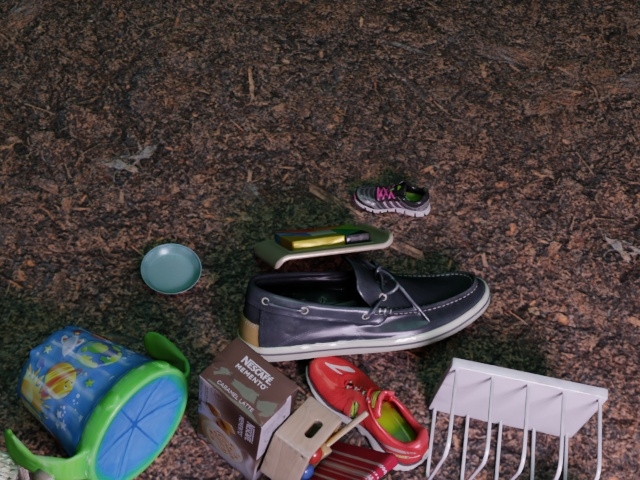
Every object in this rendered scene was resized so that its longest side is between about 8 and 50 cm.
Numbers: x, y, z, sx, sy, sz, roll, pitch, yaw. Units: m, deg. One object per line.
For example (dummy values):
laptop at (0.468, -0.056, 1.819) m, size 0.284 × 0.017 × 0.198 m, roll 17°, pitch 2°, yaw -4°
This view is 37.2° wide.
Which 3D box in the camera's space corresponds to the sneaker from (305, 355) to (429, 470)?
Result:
sneaker at (0.093, 0.292, 1.732) m, size 0.279 × 0.118 × 0.107 m, roll 39°, pitch 58°, yaw 17°

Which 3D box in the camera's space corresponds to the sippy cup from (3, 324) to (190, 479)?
sippy cup at (-0.385, 0.266, 1.625) m, size 0.224 × 0.305 × 0.240 m, roll 28°, pitch 94°, yaw 23°

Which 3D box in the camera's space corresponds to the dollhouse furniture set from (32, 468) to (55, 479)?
dollhouse furniture set at (-0.395, 0.559, 1.314) m, size 0.394 × 0.256 × 0.362 m, roll 34°, pitch 59°, yaw 16°

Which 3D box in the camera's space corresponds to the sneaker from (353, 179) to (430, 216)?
sneaker at (0.158, -0.098, 2.039) m, size 0.171 × 0.074 × 0.063 m, roll 9°, pitch 55°, yaw -2°

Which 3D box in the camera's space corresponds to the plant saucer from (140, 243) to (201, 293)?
plant saucer at (-0.296, 0.061, 1.891) m, size 0.119 × 0.021 × 0.119 m, roll 4°, pitch 54°, yaw -6°

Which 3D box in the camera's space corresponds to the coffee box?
coffee box at (-0.128, 0.293, 1.618) m, size 0.141 × 0.246 × 0.098 m, roll 37°, pitch 58°, yaw 16°

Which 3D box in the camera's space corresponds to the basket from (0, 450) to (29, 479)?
basket at (-0.572, 0.398, 1.559) m, size 0.167 × 0.113 × 0.103 m, roll 14°, pitch 53°, yaw 0°

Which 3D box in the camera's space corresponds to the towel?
towel at (-0.015, 0.431, 1.593) m, size 0.275 × 0.199 × 0.031 m, roll -34°, pitch 103°, yaw -27°

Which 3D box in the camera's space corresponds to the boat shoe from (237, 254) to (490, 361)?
boat shoe at (0.088, 0.111, 1.807) m, size 0.501 × 0.155 × 0.187 m, roll -7°, pitch 23°, yaw -11°

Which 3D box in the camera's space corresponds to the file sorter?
file sorter at (0.341, 0.350, 1.688) m, size 0.278 × 0.192 × 0.173 m, roll 11°, pitch 57°, yaw -1°

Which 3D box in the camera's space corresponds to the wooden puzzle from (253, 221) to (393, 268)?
wooden puzzle at (0.000, 0.000, 1.880) m, size 0.239 × 0.221 × 0.044 m, roll -12°, pitch 100°, yaw -14°

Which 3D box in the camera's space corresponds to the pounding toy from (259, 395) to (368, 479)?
pounding toy at (-0.010, 0.340, 1.615) m, size 0.100 × 0.130 × 0.141 m, roll 34°, pitch 42°, yaw 15°
